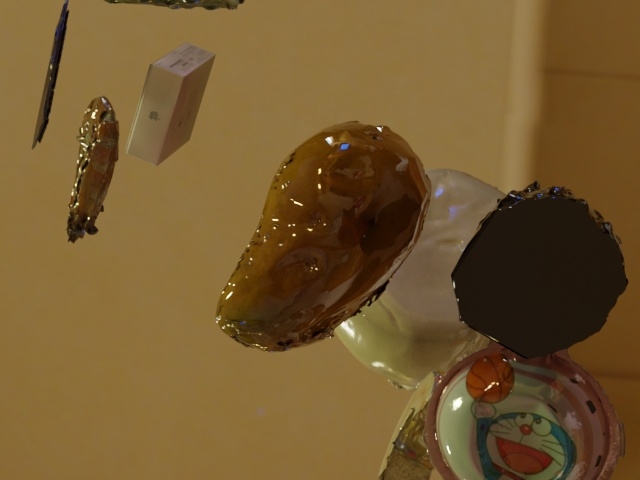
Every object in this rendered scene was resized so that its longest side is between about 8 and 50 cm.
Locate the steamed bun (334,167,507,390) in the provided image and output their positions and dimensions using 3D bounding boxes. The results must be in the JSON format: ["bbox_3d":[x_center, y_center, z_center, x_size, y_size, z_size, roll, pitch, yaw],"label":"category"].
[{"bbox_3d":[0.161,0.064,2.621,0.334,0.312,0.233,-30,-29,-25],"label":"steamed bun"}]

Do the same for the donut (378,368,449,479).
[{"bbox_3d":[0.130,0.221,2.077,0.166,0.065,0.108,-62,3,34],"label":"donut"}]

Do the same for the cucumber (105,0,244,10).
[{"bbox_3d":[-0.198,-0.308,1.837,0.134,0.245,0.134,3,-90,-74],"label":"cucumber"}]

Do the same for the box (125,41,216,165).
[{"bbox_3d":[-0.196,-0.180,2.284,0.130,0.051,0.129,-49,-20,-65],"label":"box"}]

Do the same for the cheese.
[{"bbox_3d":[0.186,0.216,1.634,0.074,0.189,0.285,-47,-37,-67],"label":"cheese"}]

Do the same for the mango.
[{"bbox_3d":[0.000,0.000,1.634,0.248,0.156,0.151,-47,14,-3],"label":"mango"}]

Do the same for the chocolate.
[{"bbox_3d":[0.196,0.011,1.563,0.133,0.156,0.156,-81,-6,-71],"label":"chocolate"}]

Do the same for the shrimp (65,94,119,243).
[{"bbox_3d":[-0.260,-0.078,1.995,0.091,0.043,0.184,43,124,56],"label":"shrimp"}]

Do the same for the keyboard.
[{"bbox_3d":[-0.341,-0.211,2.216,0.074,0.015,0.196,118,161,-55],"label":"keyboard"}]
